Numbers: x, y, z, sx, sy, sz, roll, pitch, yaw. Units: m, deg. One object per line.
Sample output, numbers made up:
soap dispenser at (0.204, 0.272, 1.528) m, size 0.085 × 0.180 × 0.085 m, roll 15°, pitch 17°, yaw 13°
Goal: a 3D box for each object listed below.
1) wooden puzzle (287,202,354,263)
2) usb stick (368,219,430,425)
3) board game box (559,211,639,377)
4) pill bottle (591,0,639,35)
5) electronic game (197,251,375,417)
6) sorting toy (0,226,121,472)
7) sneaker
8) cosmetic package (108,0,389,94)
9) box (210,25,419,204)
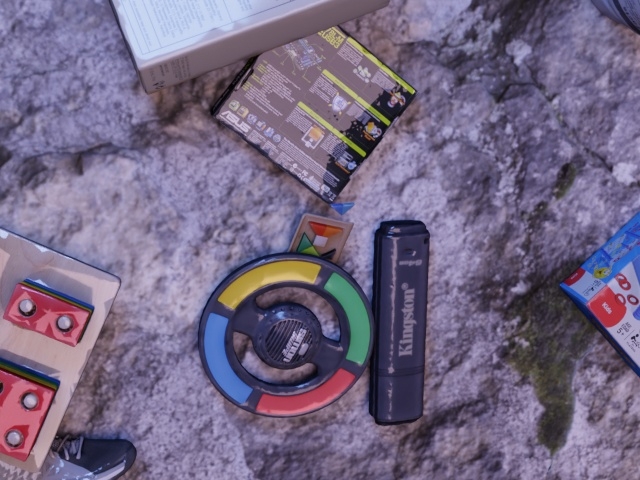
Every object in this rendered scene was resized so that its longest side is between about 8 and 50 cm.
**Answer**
wooden puzzle at (0.000, 0.000, 1.460) m, size 0.078 × 0.014 × 0.116 m, roll 3°, pitch 127°, yaw -17°
usb stick at (0.104, 0.111, 1.516) m, size 0.077 × 0.045 × 0.278 m, roll -2°, pitch 104°, yaw -11°
board game box at (0.542, 0.074, 1.580) m, size 0.302 × 0.086 × 0.308 m, roll -44°, pitch 109°, yaw 2°
pill bottle at (0.449, -0.319, 1.313) m, size 0.204 × 0.361 × 0.204 m, roll -3°, pitch 105°, yaw -11°
electronic game at (-0.043, 0.124, 1.479) m, size 0.229 × 0.048 × 0.229 m, roll -3°, pitch 109°, yaw -9°
sorting toy at (-0.403, 0.116, 1.347) m, size 0.255 × 0.089 × 0.257 m, roll 23°, pitch 91°, yaw -6°
sneaker at (-0.353, 0.257, 1.437) m, size 0.228 × 0.086 × 0.132 m, roll -16°, pitch 105°, yaw -7°
cosmetic package at (-0.086, -0.300, 1.310) m, size 0.309 × 0.113 × 0.160 m, roll -20°, pitch 84°, yaw -7°
box at (-0.007, -0.171, 1.421) m, size 0.190 × 0.045 × 0.184 m, roll 36°, pitch 92°, yaw -17°
